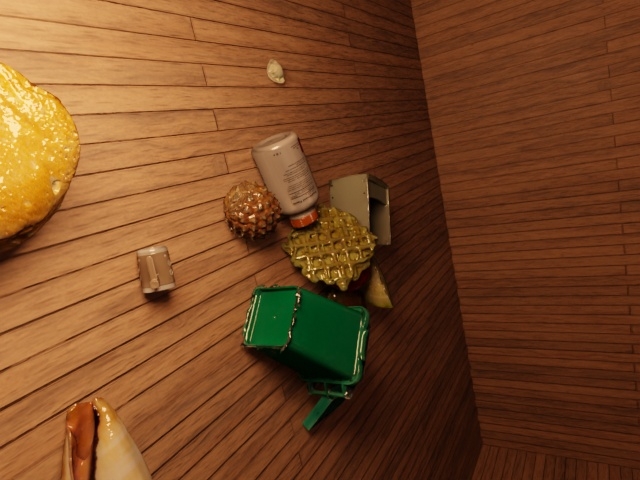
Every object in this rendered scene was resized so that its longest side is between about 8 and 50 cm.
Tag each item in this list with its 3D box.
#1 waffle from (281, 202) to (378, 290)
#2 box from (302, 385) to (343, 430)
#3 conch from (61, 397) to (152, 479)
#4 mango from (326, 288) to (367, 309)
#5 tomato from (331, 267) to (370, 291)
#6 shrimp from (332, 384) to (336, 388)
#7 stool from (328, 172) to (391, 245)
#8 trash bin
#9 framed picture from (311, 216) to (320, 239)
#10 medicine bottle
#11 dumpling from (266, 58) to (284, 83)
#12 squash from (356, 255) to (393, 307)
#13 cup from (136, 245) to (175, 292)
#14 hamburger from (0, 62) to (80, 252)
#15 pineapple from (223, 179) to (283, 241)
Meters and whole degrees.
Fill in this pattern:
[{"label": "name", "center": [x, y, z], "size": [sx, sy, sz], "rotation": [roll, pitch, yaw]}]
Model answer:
[{"label": "waffle", "center": [0.041, 0.011, 1.545], "size": [0.297, 0.073, 0.317], "rotation": [36, 60, 5]}, {"label": "box", "center": [0.046, 0.559, 1.585], "size": [0.226, 0.042, 0.161], "rotation": [-10, 136, -57]}, {"label": "conch", "center": [-0.430, 0.449, 0.899], "size": [0.158, 0.127, 0.255], "rotation": [-9, 70, -29]}, {"label": "mango", "center": [0.099, 0.245, 1.733], "size": [0.267, 0.111, 0.133], "rotation": [37, 72, -51]}, {"label": "tomato", "center": [0.093, 0.095, 1.651], "size": [0.195, 0.195, 0.136], "rotation": [-35, 152, -54]}, {"label": "shrimp", "center": [0.078, 0.531, 1.740], "size": [0.091, 0.025, 0.127], "rotation": [54, 46, -37]}, {"label": "stool", "center": [0.165, -0.112, 1.818], "size": [0.243, 0.170, 0.270], "rotation": [10, 77, -61]}, {"label": "trash bin", "center": [-0.042, 0.306, 1.397], "size": [0.381, 0.259, 0.296], "rotation": [34, 57, -42]}, {"label": "framed picture", "center": [0.000, 0.000, 1.704], "size": [0.273, 0.016, 0.217], "rotation": [-12, 96, -57]}, {"label": "medicine bottle", "center": [-0.099, -0.187, 1.445], "size": [0.157, 0.156, 0.289], "rotation": [-51, 128, -48]}, {"label": "dumpling", "center": [-0.155, -0.568, 1.523], "size": [0.059, 0.043, 0.077], "rotation": [-46, 141, -30]}, {"label": "squash", "center": [0.179, 0.168, 1.759], "size": [0.204, 0.154, 0.237], "rotation": [14, 55, -75]}, {"label": "cup", "center": [-0.385, 0.066, 1.029], "size": [0.102, 0.074, 0.099], "rotation": [-25, 106, -77]}, {"label": "hamburger", "center": [-0.552, -0.125, 0.715], "size": [0.290, 0.170, 0.315], "rotation": [45, 50, -41]}, {"label": "pineapple", "center": [-0.186, -0.074, 1.299], "size": [0.193, 0.166, 0.166], "rotation": [41, 52, -46]}]
